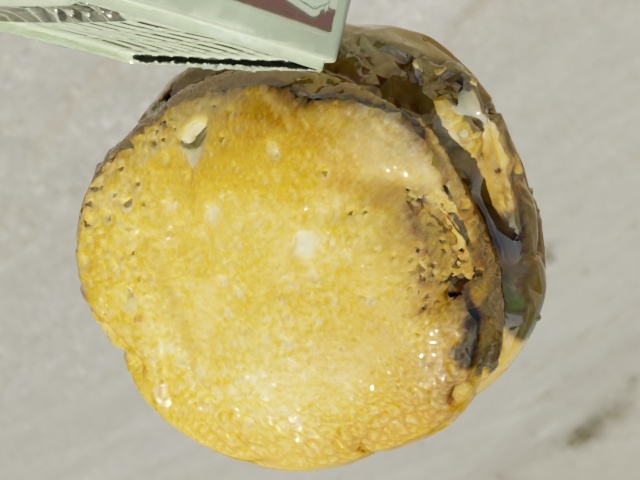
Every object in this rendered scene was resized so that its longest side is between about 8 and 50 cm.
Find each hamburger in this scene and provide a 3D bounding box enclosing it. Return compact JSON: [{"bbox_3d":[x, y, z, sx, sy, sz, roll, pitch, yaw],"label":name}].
[{"bbox_3d":[0.000,0.000,1.282,0.314,0.290,0.170,-19,-166,29],"label":"hamburger"}]

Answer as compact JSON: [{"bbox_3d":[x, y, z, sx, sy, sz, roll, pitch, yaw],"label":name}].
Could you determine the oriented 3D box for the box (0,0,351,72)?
[{"bbox_3d":[-0.121,-0.194,1.051,0.221,0.166,0.290,5,176,40],"label":"box"}]
